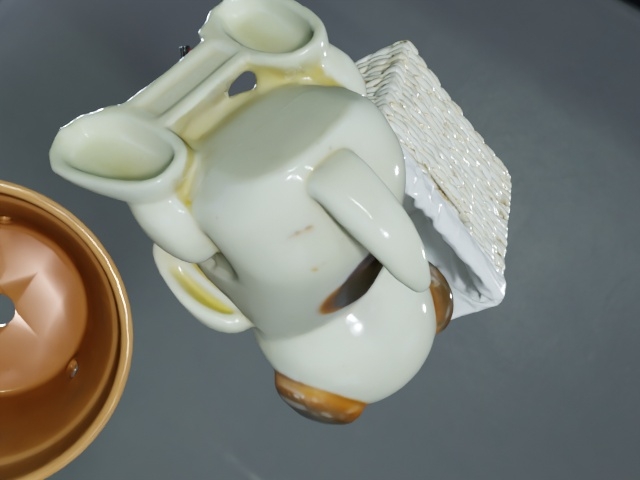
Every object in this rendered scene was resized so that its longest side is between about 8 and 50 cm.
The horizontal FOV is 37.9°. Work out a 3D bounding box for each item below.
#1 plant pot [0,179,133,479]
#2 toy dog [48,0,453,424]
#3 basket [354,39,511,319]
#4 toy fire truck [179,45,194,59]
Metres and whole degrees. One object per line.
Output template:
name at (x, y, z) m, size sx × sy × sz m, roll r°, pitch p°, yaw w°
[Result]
plant pot at (-0.332, 0.080, 0.917) m, size 0.291 × 0.291 × 0.203 m, roll 32°, pitch -2°, yaw -12°
toy dog at (0.000, 0.000, 0.962) m, size 0.395 × 0.284 × 0.408 m, roll 20°, pitch -30°, yaw 36°
basket at (0.064, -0.058, 1.337) m, size 0.328 × 0.331 × 0.266 m, roll 47°, pitch 42°, yaw -28°
toy fire truck at (-0.172, -0.213, 1.348) m, size 0.047 × 0.135 × 0.192 m, roll -7°, pitch 12°, yaw -12°
